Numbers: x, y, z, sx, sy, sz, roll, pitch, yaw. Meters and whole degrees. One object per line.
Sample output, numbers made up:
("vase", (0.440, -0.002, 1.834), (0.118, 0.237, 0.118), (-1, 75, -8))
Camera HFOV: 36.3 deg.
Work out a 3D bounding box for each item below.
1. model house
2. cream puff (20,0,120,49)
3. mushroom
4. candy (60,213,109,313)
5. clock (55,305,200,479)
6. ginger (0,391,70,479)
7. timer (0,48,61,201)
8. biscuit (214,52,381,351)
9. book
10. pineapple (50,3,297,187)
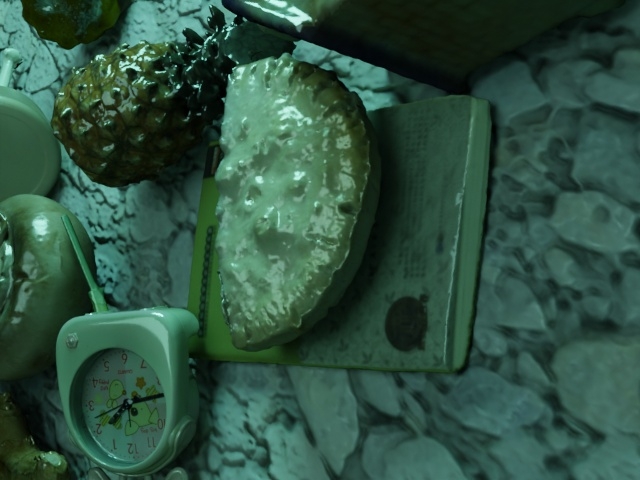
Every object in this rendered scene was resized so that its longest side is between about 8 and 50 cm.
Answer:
("model house", (0.058, -0.291, 0.819), (0.280, 0.245, 0.312), (-26, 66, 44))
("cream puff", (-0.321, -0.334, 1.294), (0.146, 0.146, 0.116), (-19, 24, 39))
("mushroom", (-0.369, 0.052, 1.155), (0.226, 0.178, 0.227), (-14, 64, 30))
("candy", (-0.249, 0.059, 1.082), (0.194, 0.062, 0.058), (68, 153, 8))
("clock", (-0.191, 0.165, 0.994), (0.151, 0.062, 0.191), (-6, 88, 24))
("ginger", (-0.379, 0.253, 1.161), (0.333, 0.081, 0.148), (6, 85, 46))
("timer", (-0.456, -0.166, 1.358), (0.175, 0.175, 0.266), (-54, 30, 16))
("biscuit", (-0.023, -0.054, 0.871), (0.179, 0.084, 0.281), (-21, 63, 37))
("book", (0.000, 0.000, 0.918), (0.352, 0.035, 0.239), (-4, 75, 43))
("pineapple", (-0.148, -0.158, 1.055), (0.278, 0.158, 0.158), (-18, 63, 26))
